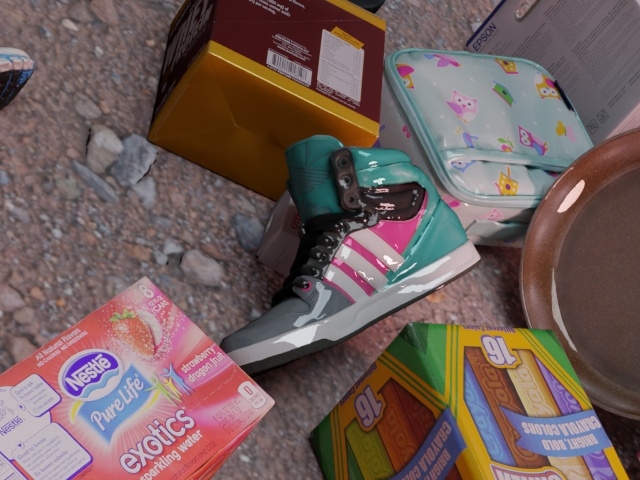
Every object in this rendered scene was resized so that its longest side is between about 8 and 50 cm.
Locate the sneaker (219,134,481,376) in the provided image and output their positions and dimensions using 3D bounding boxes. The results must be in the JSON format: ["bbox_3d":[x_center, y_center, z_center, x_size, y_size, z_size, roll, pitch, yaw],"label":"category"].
[{"bbox_3d":[0.000,0.000,1.678,0.296,0.124,0.178,-27,90,-36],"label":"sneaker"}]

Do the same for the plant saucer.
[{"bbox_3d":[0.357,0.034,1.874,0.310,0.311,0.050,59,9,24],"label":"plant saucer"}]

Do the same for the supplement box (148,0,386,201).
[{"bbox_3d":[-0.051,-0.163,1.859,0.191,0.129,0.194,25,39,-17],"label":"supplement box"}]

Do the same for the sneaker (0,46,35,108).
[{"bbox_3d":[-0.341,-0.154,1.661,0.191,0.071,0.083,-17,58,-48],"label":"sneaker"}]

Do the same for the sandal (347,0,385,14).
[{"bbox_3d":[0.024,-0.432,2.215,0.168,0.107,0.445,23,40,-20],"label":"sandal"}]

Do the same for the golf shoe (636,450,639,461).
[{"bbox_3d":[0.446,0.253,1.887,0.306,0.115,0.140,0,69,-39],"label":"golf shoe"}]

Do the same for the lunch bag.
[{"bbox_3d":[0.184,-0.095,2.002,0.279,0.108,0.224,1,51,-39],"label":"lunch bag"}]

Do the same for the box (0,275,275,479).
[{"bbox_3d":[-0.193,0.172,1.386,0.154,0.142,0.300,44,37,6],"label":"box"}]

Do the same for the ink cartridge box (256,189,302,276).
[{"bbox_3d":[0.008,0.006,1.798,0.122,0.052,0.088,29,39,-11],"label":"ink cartridge box"}]

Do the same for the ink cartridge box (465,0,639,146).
[{"bbox_3d":[0.296,-0.215,2.126,0.045,0.223,0.224,-9,59,-45],"label":"ink cartridge box"}]

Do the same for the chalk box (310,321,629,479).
[{"bbox_3d":[0.146,0.236,1.573,0.179,0.180,0.289,6,47,-36],"label":"chalk box"}]
